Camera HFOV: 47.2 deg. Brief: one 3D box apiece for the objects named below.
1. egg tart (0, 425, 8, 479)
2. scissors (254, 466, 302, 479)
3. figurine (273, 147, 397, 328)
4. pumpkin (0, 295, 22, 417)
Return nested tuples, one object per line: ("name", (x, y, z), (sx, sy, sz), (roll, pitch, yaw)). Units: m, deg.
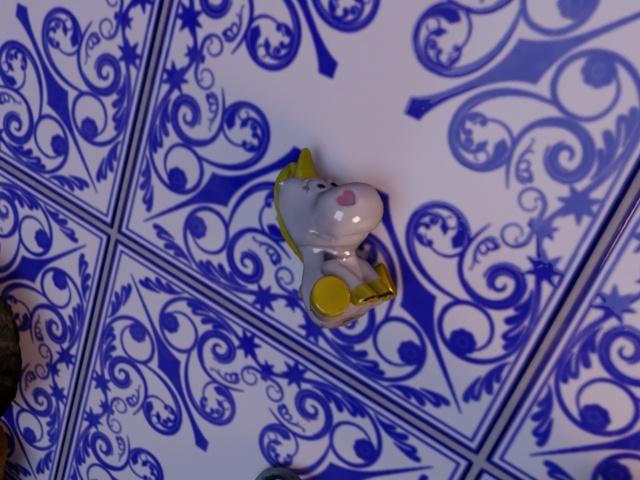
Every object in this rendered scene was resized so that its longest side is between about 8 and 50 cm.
("egg tart", (-0.559, 0.363, 1.086), (0.203, 0.202, 0.147), (22, 129, 21))
("scissors", (0.039, 0.370, 0.718), (0.384, 0.029, 0.255), (-8, 64, 43))
("figurine", (0.004, -0.003, 0.712), (0.130, 0.109, 0.178), (-3, 101, 52))
("pumpkin", (-0.552, 0.152, 0.992), (0.321, 0.192, 0.320), (5, 101, 26))
